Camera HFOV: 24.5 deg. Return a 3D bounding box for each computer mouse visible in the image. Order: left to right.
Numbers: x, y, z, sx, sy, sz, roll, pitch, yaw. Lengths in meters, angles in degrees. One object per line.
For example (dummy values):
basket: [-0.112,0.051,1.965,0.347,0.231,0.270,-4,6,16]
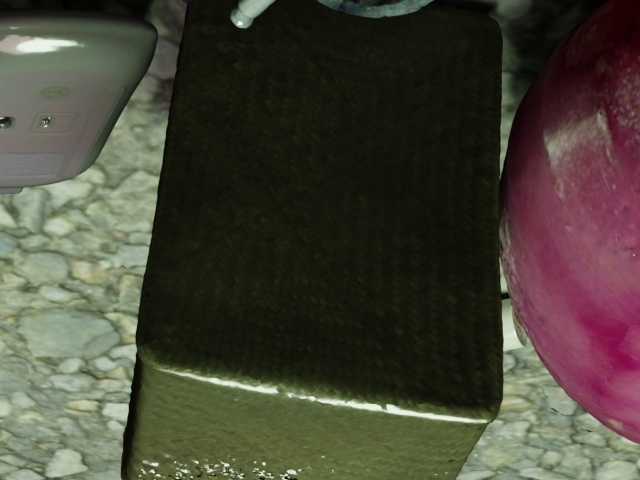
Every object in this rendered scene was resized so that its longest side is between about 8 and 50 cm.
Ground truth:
computer mouse: [-0.167,-0.086,0.852,0.120,0.057,0.232,-1,164,-19]

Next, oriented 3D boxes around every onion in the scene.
onion: [0.262,0.005,0.773,0.358,0.345,0.358,21,141,18]

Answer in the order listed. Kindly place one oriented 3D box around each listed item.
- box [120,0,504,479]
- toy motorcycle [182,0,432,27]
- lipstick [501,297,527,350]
box: [0.000,0.002,0.805,0.184,0.273,0.143,9,143,-7]
toy motorcycle: [-0.021,-0.211,0.659,0.173,0.108,0.307,7,147,10]
lipstick: [0.086,0.074,1.101,0.130,0.038,0.038,-13,142,20]
